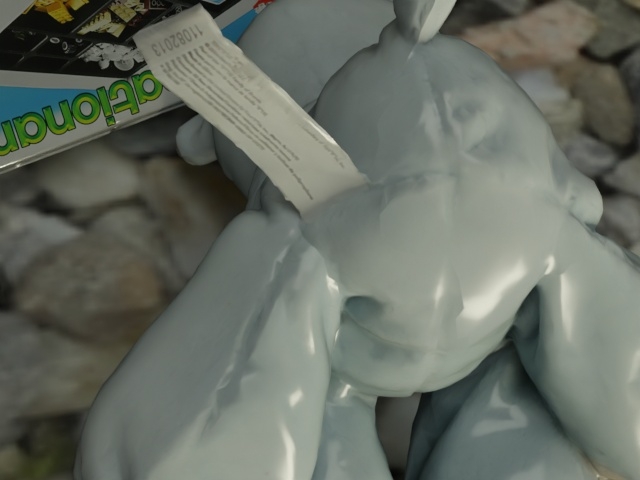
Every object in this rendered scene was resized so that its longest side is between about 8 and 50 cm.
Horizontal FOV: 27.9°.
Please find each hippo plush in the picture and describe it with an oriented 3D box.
[{"bbox_3d":[0.000,0.000,0.521,0.234,0.236,0.294,-34,119,0],"label":"hippo plush"}]

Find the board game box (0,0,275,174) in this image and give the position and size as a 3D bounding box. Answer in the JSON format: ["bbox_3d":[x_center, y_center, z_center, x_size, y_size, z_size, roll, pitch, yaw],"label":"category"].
[{"bbox_3d":[-0.130,-0.139,0.573,0.305,0.053,0.193,-24,109,-26],"label":"board game box"}]
